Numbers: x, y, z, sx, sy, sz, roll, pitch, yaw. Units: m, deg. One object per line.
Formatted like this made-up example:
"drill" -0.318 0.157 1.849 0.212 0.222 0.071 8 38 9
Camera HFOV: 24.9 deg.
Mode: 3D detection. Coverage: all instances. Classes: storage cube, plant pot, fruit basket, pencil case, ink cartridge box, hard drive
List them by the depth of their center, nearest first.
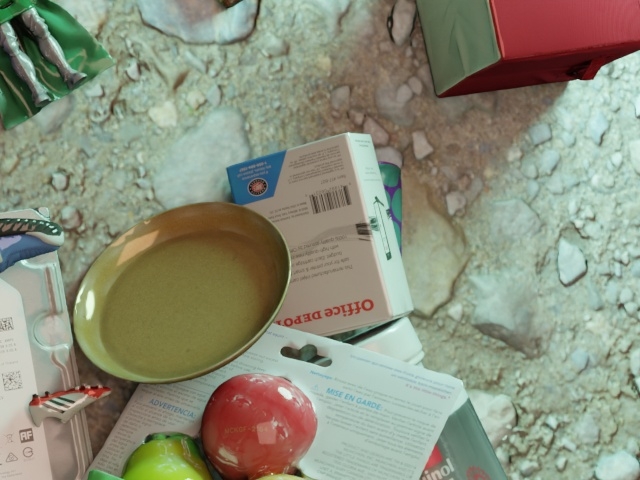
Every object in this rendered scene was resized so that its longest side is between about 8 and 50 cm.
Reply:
"fruit basket" -0.072 0.242 1.420 0.327 0.165 0.353 15 53 25
"hard drive" -0.361 0.148 1.460 0.236 0.064 0.339 -8 84 -21
"plant pot" -0.139 0.058 1.496 0.236 0.236 0.032 -45 139 -20
"ink cartridge box" 0.000 0.000 1.563 0.148 0.086 0.203 -14 88 20
"pencil case" 0.058 -0.010 1.632 0.070 0.064 0.152 4 81 -32
"storage cube" 0.235 -0.281 1.671 0.193 0.183 0.215 -9 86 -20

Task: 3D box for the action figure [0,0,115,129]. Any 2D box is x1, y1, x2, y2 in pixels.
"action figure" -0.336 -0.251 1.529 0.137 0.063 0.232 -34 91 -18

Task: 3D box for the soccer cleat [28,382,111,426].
"soccer cleat" -0.250 0.164 1.450 0.083 0.029 0.036 -10 95 -18

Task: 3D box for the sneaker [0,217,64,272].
"sneaker" -0.352 0.026 1.412 0.211 0.080 0.081 -14 93 -12

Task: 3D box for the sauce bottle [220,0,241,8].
"sauce bottle" -0.123 -0.323 1.623 0.042 0.042 0.128 -32 95 -21

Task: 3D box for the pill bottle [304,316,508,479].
"pill bottle" 0.102 0.251 1.551 0.176 0.176 0.319 -26 91 -21
